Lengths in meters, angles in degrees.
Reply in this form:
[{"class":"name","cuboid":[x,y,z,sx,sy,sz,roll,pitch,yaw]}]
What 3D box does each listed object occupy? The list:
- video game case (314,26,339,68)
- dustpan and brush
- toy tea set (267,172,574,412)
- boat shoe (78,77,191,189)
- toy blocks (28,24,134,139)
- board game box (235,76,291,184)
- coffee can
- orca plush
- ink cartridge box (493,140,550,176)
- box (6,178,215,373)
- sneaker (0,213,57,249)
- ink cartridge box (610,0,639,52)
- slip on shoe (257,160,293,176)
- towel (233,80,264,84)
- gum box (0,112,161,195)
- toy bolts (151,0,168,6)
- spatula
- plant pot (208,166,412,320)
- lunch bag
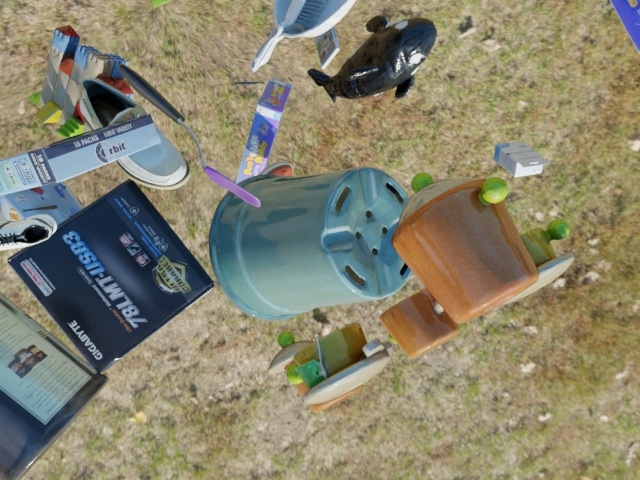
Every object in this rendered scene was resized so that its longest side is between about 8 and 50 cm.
[{"class":"video game case","cuboid":[0.012,-0.512,1.381,0.011,0.087,0.122,-5,75,-29]},{"class":"dustpan and brush","cuboid":[-0.041,-0.348,0.852,0.060,0.147,0.211,-2,139,-44]},{"class":"toy tea set","cuboid":[0.062,0.051,0.518,0.336,0.124,0.200,-35,161,20]},{"class":"boat shoe","cuboid":[-0.388,-0.216,1.104,0.113,0.302,0.103,-46,162,-23]},{"class":"toy blocks","cuboid":[-0.641,-0.426,1.543,0.381,0.191,0.261,36,117,16]},{"class":"board game box","cuboid":[-0.194,-0.332,1.811,0.078,0.233,0.347,18,125,-7]},{"class":"coffee can","cuboid":[-0.494,0.201,0.816,0.275,0.201,0.201,42,97,-5]},{"class":"orca plush","cuboid":[0.071,-0.324,0.997,0.102,0.287,0.151,-25,112,-40]},{"class":"ink cartridge box","cuboid":[0.318,-0.126,0.867,0.048,0.083,0.028,-10,126,-11]},{"class":"box","cuboid":[-0.425,0.071,1.139,0.293,0.073,0.295,-38,91,-19]},{"class":"sneaker","cuboid":[-0.400,-0.007,0.704,0.109,0.044,0.040,-18,114,-17]},{"class":"ink cartridge box","cuboid":[0.571,-0.448,0.875,0.208,0.045,0.206,-29,80,30]},{"class":"slip on shoe","cuboid":[-0.172,-0.114,1.597,0.101,0.331,0.123,27,141,16]},{"class":"towel","cuboid":[-0.220,-0.483,1.674,0.083,0.060,0.009,5,108,19]},{"class":"gum box","cuboid":[-0.314,-0.099,0.659,0.184,0.157,0.041,-6,110,32]},{"class":"toy bolts","cuboid":[-0.422,-0.777,1.541,0.218,0.228,0.158,-25,118,-3]},{"class":"spatula","cuboid":[-0.198,-0.154,0.813,0.030,0.084,0.296,-41,89,-9]},{"class":"plant pot","cuboid":[0.000,0.000,1.142,0.341,0.334,0.341,6,81,-40]},{"class":"lunch bag","cuboid":[-0.903,-0.021,1.826,0.328,0.385,0.239,51,49,-2]}]
